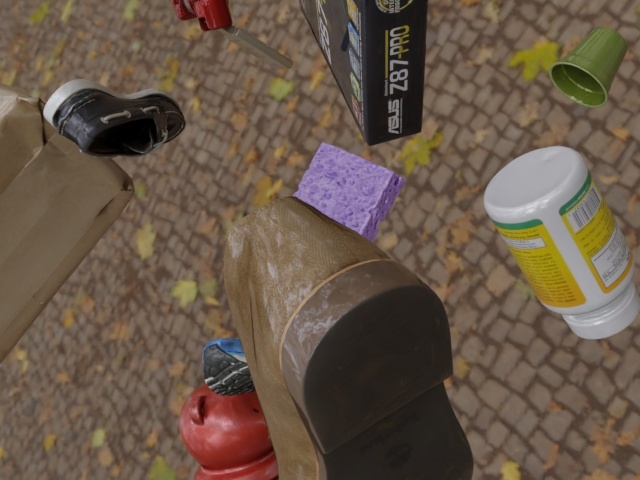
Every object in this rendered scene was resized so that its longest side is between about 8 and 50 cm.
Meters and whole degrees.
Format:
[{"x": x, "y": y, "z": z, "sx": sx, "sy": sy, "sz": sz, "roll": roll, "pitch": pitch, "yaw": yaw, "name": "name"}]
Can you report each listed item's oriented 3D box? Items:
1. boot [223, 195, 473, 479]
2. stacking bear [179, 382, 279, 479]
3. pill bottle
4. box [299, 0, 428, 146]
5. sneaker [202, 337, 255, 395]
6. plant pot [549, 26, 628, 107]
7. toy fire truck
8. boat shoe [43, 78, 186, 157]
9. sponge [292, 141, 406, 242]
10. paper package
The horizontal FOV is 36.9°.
[{"x": 0.012, "y": 0.102, "z": 0.550, "sx": 0.115, "sy": 0.112, "sz": 0.305, "roll": 46, "pitch": 153, "yaw": 41, "name": "boot"}, {"x": -0.075, "y": 0.293, "z": 1.096, "sx": 0.164, "sy": 0.175, "sz": 0.289, "roll": -11, "pitch": 101, "yaw": 26, "name": "stacking bear"}, {"x": 0.277, "y": 0.008, "z": 1.068, "sx": 0.117, "sy": 0.208, "sz": 0.117, "roll": -28, "pitch": 27, "yaw": 16, "name": "pill bottle"}, {"x": 0.045, "y": -0.369, "z": 1.257, "sx": 0.097, "sy": 0.395, "sz": 0.318, "roll": -16, "pitch": 56, "yaw": -7, "name": "box"}, {"x": -0.052, "y": 0.089, "z": 0.829, "sx": 0.063, "sy": 0.162, "sz": 0.073, "roll": -27, "pitch": 75, "yaw": 26, "name": "sneaker"}, {"x": 0.346, "y": -0.224, "z": 1.208, "sx": 0.079, "sy": 0.083, "sz": 0.083, "roll": -52, "pitch": 38, "yaw": -12, "name": "plant pot"}, {"x": -0.156, "y": -0.365, "z": 1.453, "sx": 0.217, "sy": 0.158, "sz": 0.246, "roll": -138, "pitch": 32, "yaw": -71, "name": "toy fire truck"}, {"x": -0.116, "y": -0.069, "z": 0.586, "sx": 0.046, "sy": 0.125, "sz": 0.038, "roll": -46, "pitch": 75, "yaw": 13, "name": "boat shoe"}, {"x": 0.000, "y": 0.000, "z": 1.084, "sx": 0.117, "sy": 0.031, "sz": 0.210, "roll": 27, "pitch": 88, "yaw": 38, "name": "sponge"}, {"x": -0.401, "y": -0.019, "z": 1.032, "sx": 0.309, "sy": 0.168, "sz": 0.325, "roll": -53, "pitch": 37, "yaw": -9, "name": "paper package"}]
